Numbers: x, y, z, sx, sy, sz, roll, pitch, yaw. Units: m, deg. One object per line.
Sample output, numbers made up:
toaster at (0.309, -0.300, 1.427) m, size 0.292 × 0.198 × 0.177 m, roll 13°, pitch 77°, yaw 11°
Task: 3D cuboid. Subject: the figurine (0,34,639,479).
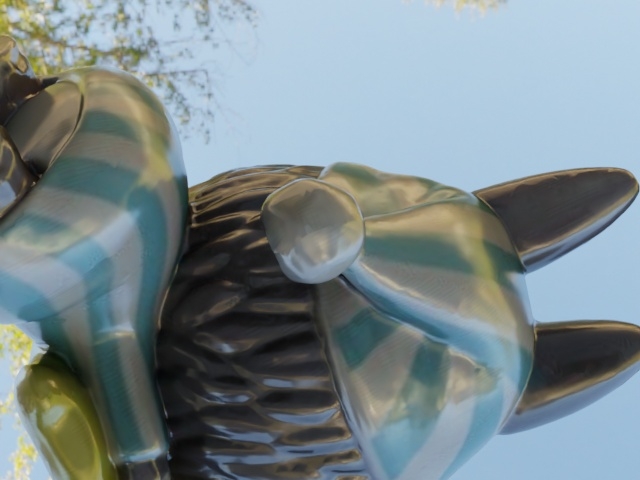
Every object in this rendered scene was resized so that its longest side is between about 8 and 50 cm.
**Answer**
figurine at (0.000, 0.000, 0.530) m, size 0.378 × 0.361 × 0.266 m, roll -24°, pitch -141°, yaw 0°
